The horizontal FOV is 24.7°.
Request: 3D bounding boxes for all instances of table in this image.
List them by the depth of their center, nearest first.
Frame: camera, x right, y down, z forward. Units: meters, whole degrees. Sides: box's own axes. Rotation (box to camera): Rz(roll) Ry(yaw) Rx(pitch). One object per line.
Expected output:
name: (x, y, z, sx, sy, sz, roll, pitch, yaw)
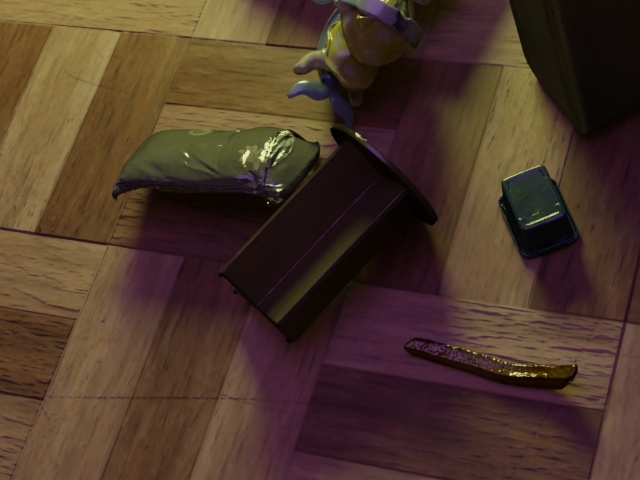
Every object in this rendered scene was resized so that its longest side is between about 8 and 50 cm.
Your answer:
table: (0.000, 0.000, 1.716, 0.226, 0.167, 0.167, -46, 58, -6)

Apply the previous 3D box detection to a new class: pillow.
pillow: (-0.130, -0.101, 1.832, 0.255, 0.059, 0.169, 3, 34, 22)

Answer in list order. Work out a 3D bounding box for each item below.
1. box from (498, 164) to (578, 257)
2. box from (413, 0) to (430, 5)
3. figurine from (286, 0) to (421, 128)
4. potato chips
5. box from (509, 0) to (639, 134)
box: (0.252, -0.038, 1.715, 0.074, 0.054, 0.099, -22, 57, 5)
box: (0.067, -0.451, 1.982, 0.353, 0.069, 0.214, 28, 54, 31)
figurine: (0.048, -0.248, 1.845, 0.208, 0.128, 0.184, -64, 20, -4)
potato chips: (0.191, 0.138, 1.642, 0.204, 0.037, 0.026, 10, 53, 28)
box: (0.392, -0.334, 1.677, 0.344, 0.352, 0.177, -31, 56, -1)
